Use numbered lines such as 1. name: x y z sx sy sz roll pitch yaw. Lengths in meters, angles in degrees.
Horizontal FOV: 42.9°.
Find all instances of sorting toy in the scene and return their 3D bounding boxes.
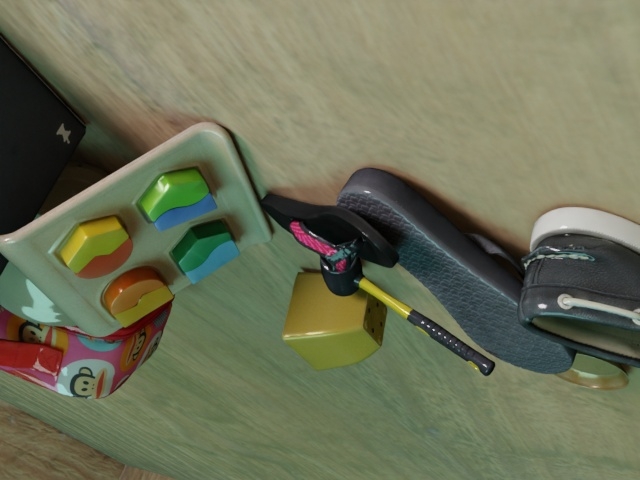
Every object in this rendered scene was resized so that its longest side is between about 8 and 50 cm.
1. sorting toy: -0.151 0.004 0.725 0.038 0.208 0.193 58 173 30

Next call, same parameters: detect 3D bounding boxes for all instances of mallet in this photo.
1. mallet: 0.076 0.060 0.742 0.190 0.039 0.062 31 161 29

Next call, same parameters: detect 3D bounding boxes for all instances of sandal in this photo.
1. sandal: 0.000 0.000 0.681 0.179 0.040 0.067 16 153 54
2. sandal: 0.127 0.023 0.672 0.254 0.054 0.097 42 154 -16

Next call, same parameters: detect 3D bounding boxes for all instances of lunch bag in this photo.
1. lunch bag: -0.331 0.067 0.910 0.293 0.120 0.258 22 -165 3

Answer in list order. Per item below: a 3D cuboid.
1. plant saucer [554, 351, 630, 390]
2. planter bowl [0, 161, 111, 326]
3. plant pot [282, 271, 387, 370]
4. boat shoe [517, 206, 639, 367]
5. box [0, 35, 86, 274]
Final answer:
1. plant saucer: 0.264 0.124 0.804 0.083 0.015 0.083 19 155 9
2. planter bowl: -0.253 -0.010 0.816 0.162 0.162 0.109 21 129 3
3. plant pot: 0.022 0.083 0.849 0.083 0.081 0.081 -6 144 28
4. boat shoe: 0.286 0.078 0.602 0.303 0.091 0.114 21 155 2
5. box: -0.415 -0.041 0.694 0.294 0.296 0.182 5 150 30
